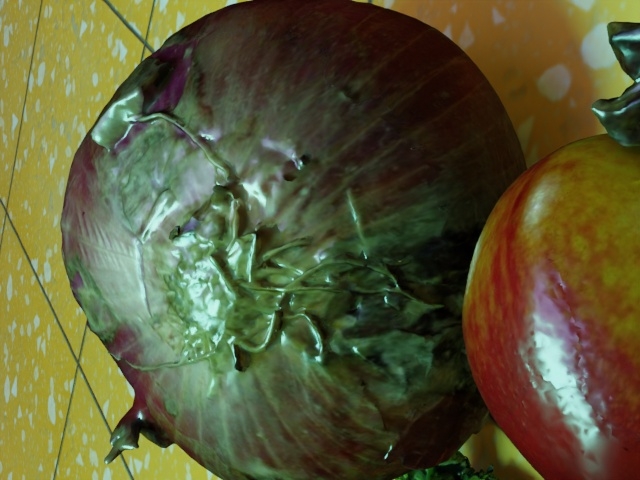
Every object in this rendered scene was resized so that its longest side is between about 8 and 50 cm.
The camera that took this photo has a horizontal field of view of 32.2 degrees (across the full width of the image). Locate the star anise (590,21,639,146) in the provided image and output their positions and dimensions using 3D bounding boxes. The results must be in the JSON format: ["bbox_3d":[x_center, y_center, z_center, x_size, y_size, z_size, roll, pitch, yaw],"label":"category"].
[{"bbox_3d":[0.222,-0.111,0.555,0.073,0.177,0.234,66,-158,-55],"label":"star anise"}]

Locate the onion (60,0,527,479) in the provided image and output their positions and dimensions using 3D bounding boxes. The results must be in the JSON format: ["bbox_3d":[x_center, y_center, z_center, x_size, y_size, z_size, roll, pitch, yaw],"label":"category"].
[{"bbox_3d":[-0.022,0.008,0.769,0.354,0.354,0.353,-6,83,60],"label":"onion"}]

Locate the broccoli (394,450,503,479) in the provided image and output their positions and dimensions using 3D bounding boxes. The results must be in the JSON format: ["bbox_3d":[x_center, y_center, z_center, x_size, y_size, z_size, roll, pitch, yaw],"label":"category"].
[{"bbox_3d":[0.085,0.211,0.761,0.131,0.120,0.130,-50,48,3],"label":"broccoli"}]

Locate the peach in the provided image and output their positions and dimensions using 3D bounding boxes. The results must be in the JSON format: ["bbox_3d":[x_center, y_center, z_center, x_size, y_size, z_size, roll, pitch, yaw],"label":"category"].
[{"bbox_3d":[0.161,0.052,0.574,0.197,0.197,0.197,-6,83,60],"label":"peach"}]
